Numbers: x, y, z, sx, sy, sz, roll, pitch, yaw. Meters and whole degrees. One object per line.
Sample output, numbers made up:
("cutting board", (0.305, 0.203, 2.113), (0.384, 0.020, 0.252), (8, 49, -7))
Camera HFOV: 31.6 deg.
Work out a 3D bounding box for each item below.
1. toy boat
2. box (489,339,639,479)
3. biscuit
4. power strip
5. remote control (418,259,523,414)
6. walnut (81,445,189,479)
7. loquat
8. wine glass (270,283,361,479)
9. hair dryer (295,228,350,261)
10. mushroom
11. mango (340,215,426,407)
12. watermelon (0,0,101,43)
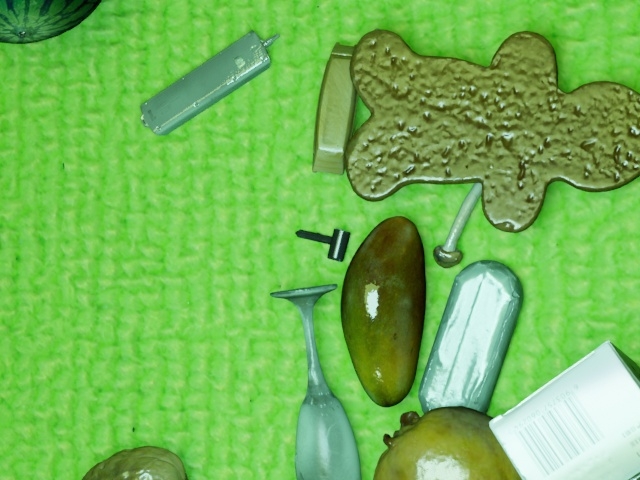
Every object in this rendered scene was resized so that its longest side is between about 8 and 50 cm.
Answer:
("toy boat", (0.025, -0.193, 1.655), (0.057, 0.077, 0.200), (8, 83, 3))
("box", (0.345, 0.241, 1.395), (0.173, 0.333, 0.145), (-36, 70, 11))
("biscuit", (0.248, -0.149, 1.567), (0.432, 0.064, 0.283), (4, 83, 11))
("power strip", (-0.167, -0.246, 1.736), (0.253, 0.027, 0.060), (-31, 76, 10))
("remote control", (0.209, 0.147, 1.584), (0.104, 0.052, 0.247), (17, 92, 16))
("walnut", (-0.272, 0.381, 1.637), (0.184, 0.155, 0.155), (-23, 79, 13))
("loquat", (0.182, 0.332, 1.491), (0.238, 0.193, 0.238), (4, 105, 13))
("wine glass", (-0.061, 0.228, 1.656), (0.264, 0.096, 0.309), (-8, 89, 46))
("hair dryer", (0.000, 0.000, 1.668), (0.083, 0.026, 0.047), (15, 87, 19))
("mushroom", (0.264, -0.084, 1.602), (0.068, 0.043, 0.306), (42, 94, -4))
("mango", (0.087, 0.097, 1.578), (0.111, 0.133, 0.267), (0, 83, 28))
("watermelon", (-0.462, -0.470, 1.680), (0.363, 0.363, 0.363), (-2, 84, 15))
